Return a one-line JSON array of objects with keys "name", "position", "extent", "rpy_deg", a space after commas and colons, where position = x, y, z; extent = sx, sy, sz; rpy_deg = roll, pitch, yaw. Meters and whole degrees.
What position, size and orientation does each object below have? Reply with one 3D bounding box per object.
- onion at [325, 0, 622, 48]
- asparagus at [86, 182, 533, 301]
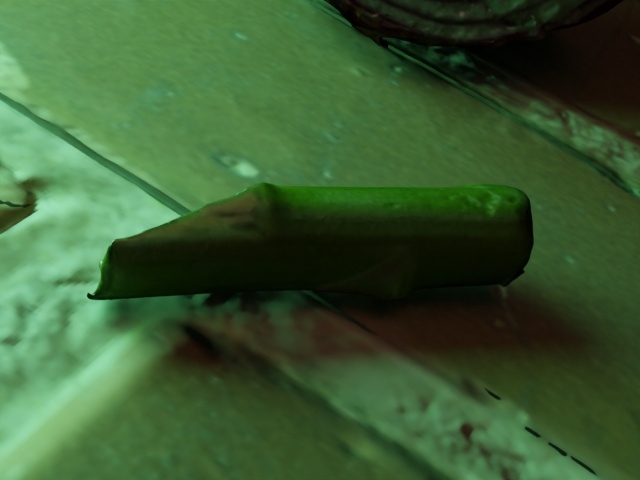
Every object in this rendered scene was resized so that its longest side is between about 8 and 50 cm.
[{"name": "onion", "position": [0.086, -0.229, 0.613], "extent": [0.206, 0.216, 0.207], "rpy_deg": [9, 32, -25]}, {"name": "asparagus", "position": [0.000, 0.000, 0.419], "extent": [0.178, 0.045, 0.041], "rpy_deg": [-2, 11, -30]}]
